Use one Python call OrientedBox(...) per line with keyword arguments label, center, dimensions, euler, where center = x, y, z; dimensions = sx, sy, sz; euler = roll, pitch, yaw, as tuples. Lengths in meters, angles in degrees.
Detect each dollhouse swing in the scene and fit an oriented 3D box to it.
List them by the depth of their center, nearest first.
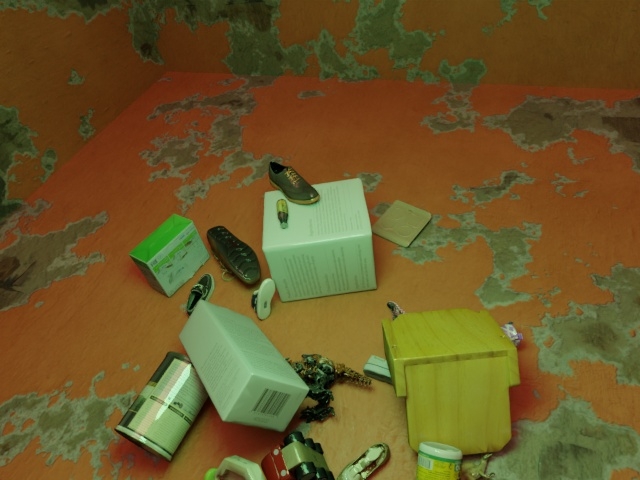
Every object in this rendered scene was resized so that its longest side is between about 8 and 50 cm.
OrientedBox(label="dollhouse swing", center=(0.388, 0.425, 1.361), dimensions=(0.347, 0.304, 0.315), euler=(-6, 21, 1))

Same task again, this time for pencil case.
OrientedBox(label="pencil case", center=(0.567, 0.351, 1.472), dimensions=(0.206, 0.086, 0.088), euler=(-23, 8, -7))

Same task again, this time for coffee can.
OrientedBox(label="coffee can", center=(-0.491, 0.532, 1.433), dimensions=(0.202, 0.201, 0.275), euler=(13, 51, 22))

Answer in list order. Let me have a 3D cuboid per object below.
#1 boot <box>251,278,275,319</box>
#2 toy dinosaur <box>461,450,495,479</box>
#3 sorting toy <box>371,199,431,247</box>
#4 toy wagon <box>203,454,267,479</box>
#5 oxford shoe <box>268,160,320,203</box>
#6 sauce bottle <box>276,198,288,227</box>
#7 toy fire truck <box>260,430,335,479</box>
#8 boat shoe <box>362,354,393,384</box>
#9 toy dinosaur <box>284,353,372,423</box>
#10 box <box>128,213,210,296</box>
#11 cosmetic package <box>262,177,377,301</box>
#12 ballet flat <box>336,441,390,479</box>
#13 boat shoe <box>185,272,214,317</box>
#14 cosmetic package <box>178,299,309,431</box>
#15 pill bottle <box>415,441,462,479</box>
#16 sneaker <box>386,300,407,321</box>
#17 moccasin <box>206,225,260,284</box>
OrientedBox(label="boot", center=(-0.230, 0.208, 1.699), dimensions=(0.069, 0.190, 0.086), euler=(-10, 37, -37))
OrientedBox(label="toy dinosaur", center=(0.423, 0.670, 1.244), dimensions=(0.183, 0.053, 0.092), euler=(-23, 31, -14))
OrientedBox(label="sorting toy", center=(0.356, -0.073, 1.950), dimensions=(0.193, 0.038, 0.208), euler=(27, 62, 31))
OrientedBox(label="toy wagon", center=(-0.214, 0.766, 1.171), dimensions=(0.267, 0.068, 0.344), euler=(-9, 80, 46))
OrientedBox(label="oxford shoe", center=(-0.111, -0.221, 1.682), dimensions=(0.271, 0.098, 0.097), euler=(30, 58, 35))
OrientedBox(label="sauce bottle", center=(-0.136, -0.098, 1.609), dimensions=(0.042, 0.042, 0.128), euler=(-12, 48, 0))
OrientedBox(label="toy fire truck", center=(-0.117, 0.657, 1.253), dimensions=(0.246, 0.217, 0.158), euler=(-33, 48, 1))
OrientedBox(label="boat shoe", center=(0.253, 0.435, 1.460), dimensions=(0.226, 0.083, 0.075), euler=(15, 53, 24))
OrientedBox(label="toy dinosaur", center=(-0.006, 0.453, 1.461), dimensions=(0.322, 0.164, 0.218), euler=(-20, 26, 22))
OrientedBox(label="box", center=(-0.627, 0.064, 1.875), dimensions=(0.127, 0.231, 0.262), euler=(21, 55, 28))
OrientedBox(label="cosmetic package", center=(0.000, 0.000, 1.744), dimensions=(0.394, 0.329, 0.327), euler=(-8, 47, 3))
OrientedBox(label="ballet flat", center=(0.118, 0.660, 1.288), dimensions=(0.206, 0.067, 0.073), euler=(-36, 52, -21))
OrientedBox(label="boat shoe", center=(-0.495, 0.215, 1.819), dimensions=(0.078, 0.070, 0.219), euler=(-1, 47, 10))
OrientedBox(label="cosmetic package", center=(-0.261, 0.384, 1.408), dimensions=(0.161, 0.230, 0.453), euler=(-58, 38, 1))
OrientedBox(label="pill bottle", center=(0.312, 0.660, 1.179), dimensions=(0.118, 0.117, 0.208), euler=(6, 76, 16))
OrientedBox(label="sneaker", center=(0.281, 0.274, 1.636), dimensions=(0.057, 0.047, 0.119), euler=(-40, 51, -10))
OrientedBox(label="moccasin", center=(-0.375, 0.080, 1.889), dimensions=(0.139, 0.147, 0.380), euler=(-27, 43, -33))
